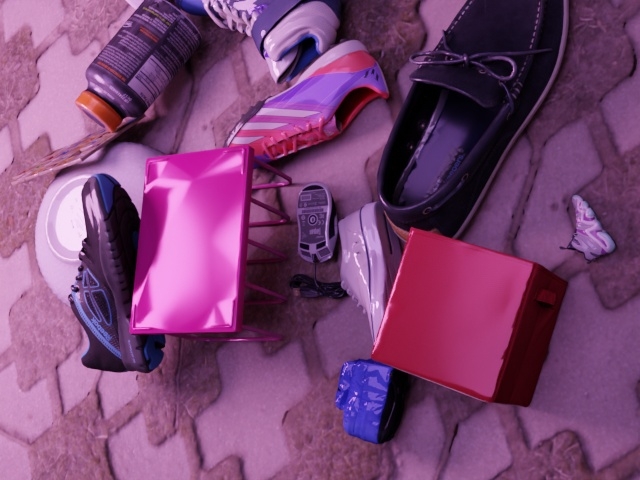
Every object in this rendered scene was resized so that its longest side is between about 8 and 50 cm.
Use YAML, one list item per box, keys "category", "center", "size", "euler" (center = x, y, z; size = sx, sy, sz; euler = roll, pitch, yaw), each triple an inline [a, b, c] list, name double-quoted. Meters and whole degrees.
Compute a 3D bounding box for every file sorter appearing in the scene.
- category: "file sorter"
  center: [-0.164, 0.019, 1.510]
  size: [0.202, 0.182, 0.290]
  euler: [-4, 75, 28]

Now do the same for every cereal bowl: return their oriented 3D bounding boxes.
- category: "cereal bowl"
  center: [-0.392, -0.025, 1.667]
  size: [0.339, 0.141, 0.339]
  euler: [-7, 75, 27]

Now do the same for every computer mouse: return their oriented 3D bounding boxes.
- category: "computer mouse"
  center: [0.000, 0.000, 1.511]
  size: [0.106, 0.042, 0.193]
  euler: [-3, 82, 32]

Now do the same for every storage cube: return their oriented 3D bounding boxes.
- category: "storage cube"
  center: [0.210, 0.110, 1.290]
  size: [0.215, 0.184, 0.193]
  euler: [16, 87, 29]

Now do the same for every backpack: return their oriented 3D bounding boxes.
- category: "backpack"
  center: [0.076, 0.239, 1.381]
  size: [0.101, 0.098, 0.120]
  euler: [8, 91, 28]

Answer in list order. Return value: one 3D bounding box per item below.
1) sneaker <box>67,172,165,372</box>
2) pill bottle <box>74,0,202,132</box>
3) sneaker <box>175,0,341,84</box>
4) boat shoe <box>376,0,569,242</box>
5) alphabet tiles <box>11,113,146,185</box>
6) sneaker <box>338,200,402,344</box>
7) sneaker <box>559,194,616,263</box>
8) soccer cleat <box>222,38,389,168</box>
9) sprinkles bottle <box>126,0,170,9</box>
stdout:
- category: "sneaker"
  center: [-0.361, 0.061, 1.516]
  size: [0.140, 0.125, 0.341]
  euler: [-6, 99, 15]
- category: "pill bottle"
  center: [-0.339, -0.316, 1.682]
  size: [0.130, 0.130, 0.245]
  euler: [32, 79, 30]
- category: "sneaker"
  center: [-0.118, -0.380, 1.610]
  size: [0.323, 0.130, 0.236]
  euler: [-8, 70, 21]
- category: "boat shoe"
  center: [0.226, -0.229, 1.381]
  size: [0.187, 0.156, 0.500]
  euler: [25, 89, 32]
- category: "alphabet tiles"
  center: [-0.465, -0.167, 1.726]
  size: [0.237, 0.198, 0.009]
  euler: [-12, 114, 34]
- category: "sneaker"
  center: [0.082, 0.069, 1.431]
  size: [0.091, 0.094, 0.258]
  euler: [-24, 60, 34]
- category: "sneaker"
  center: [0.369, -0.012, 1.318]
  size: [0.069, 0.038, 0.098]
  euler: [-35, 64, 16]
- category: "soccer cleat"
  center: [-0.031, -0.199, 1.540]
  size: [0.318, 0.108, 0.116]
  euler: [-37, 68, 13]
- category: "sprinkles bottle"
  center: [-0.235, -0.578, 1.725]
  size: [0.355, 0.121, 0.121]
  euler: [-41, 63, 14]
